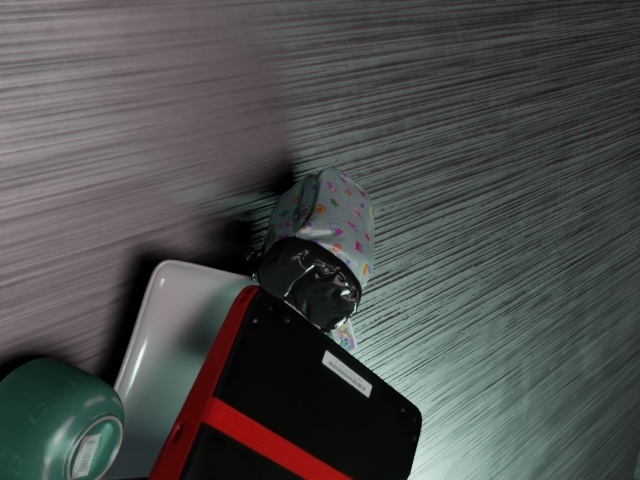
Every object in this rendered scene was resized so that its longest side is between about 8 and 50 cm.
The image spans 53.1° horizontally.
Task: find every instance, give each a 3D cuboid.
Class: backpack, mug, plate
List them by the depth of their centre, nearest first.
[{"bbox_3d":[-0.261,0.206,0.654,0.129,0.097,0.157,-52,149,-43],"label":"mug"},{"bbox_3d":[0.000,0.000,0.788,0.152,0.115,0.182,45,34,-29],"label":"backpack"},{"bbox_3d":[-0.135,0.165,0.809,0.278,0.045,0.277,14,101,-43],"label":"plate"}]

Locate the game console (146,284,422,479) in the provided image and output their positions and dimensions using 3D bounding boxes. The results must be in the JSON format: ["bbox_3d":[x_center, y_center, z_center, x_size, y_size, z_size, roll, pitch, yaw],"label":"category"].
[{"bbox_3d":[-0.026,0.291,0.785,0.386,0.060,0.342,43,54,-34],"label":"game console"}]

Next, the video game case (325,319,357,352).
[{"bbox_3d":[-0.013,0.140,0.951,0.143,0.019,0.157,-36,128,-29],"label":"video game case"}]
